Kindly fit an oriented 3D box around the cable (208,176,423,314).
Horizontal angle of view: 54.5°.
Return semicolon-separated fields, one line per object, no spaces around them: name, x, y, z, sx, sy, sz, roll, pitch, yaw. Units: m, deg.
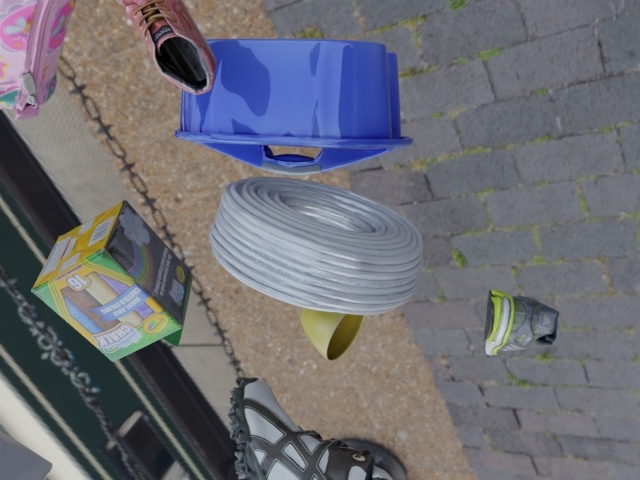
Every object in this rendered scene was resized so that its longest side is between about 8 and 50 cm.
cable;0.000;0.000;0.739;0.257;0.257;0.089;12;108;-16

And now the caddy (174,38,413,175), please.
caddy;-0.039;-0.181;0.878;0.342;0.241;0.179;5;103;14

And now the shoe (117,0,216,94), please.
shoe;-0.174;-0.241;0.675;0.063;0.081;0.178;-32;121;7

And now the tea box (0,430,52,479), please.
tea box;-0.445;0.237;0.470;0.324;0.220;0.329;38;179;-9

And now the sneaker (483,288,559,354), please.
sneaker;0.366;0.163;1.138;0.121;0.111;0.300;7;172;18

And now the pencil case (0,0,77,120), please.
pencil case;-0.327;-0.262;0.686;0.124;0.124;0.284;39;136;-6

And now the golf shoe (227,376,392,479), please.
golf shoe;-0.006;0.157;0.399;0.094;0.198;0.077;-12;122;-13

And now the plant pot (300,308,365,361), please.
plant pot;0.016;0.167;1.278;0.095;0.134;0.134;29;138;26

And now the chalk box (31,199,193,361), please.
chalk box;-0.281;0.076;0.912;0.132;0.132;0.213;-26;122;14
